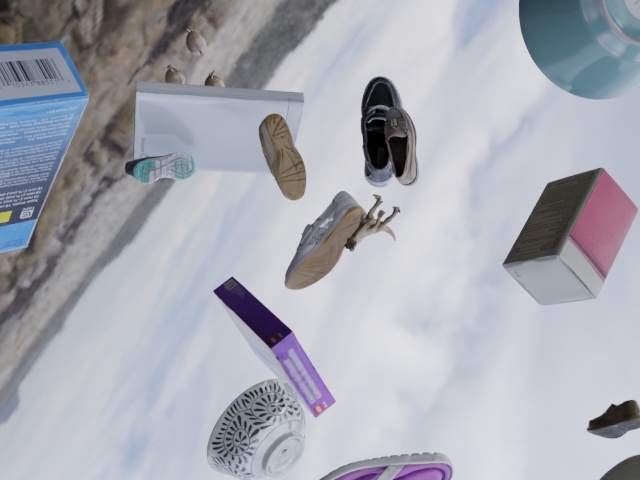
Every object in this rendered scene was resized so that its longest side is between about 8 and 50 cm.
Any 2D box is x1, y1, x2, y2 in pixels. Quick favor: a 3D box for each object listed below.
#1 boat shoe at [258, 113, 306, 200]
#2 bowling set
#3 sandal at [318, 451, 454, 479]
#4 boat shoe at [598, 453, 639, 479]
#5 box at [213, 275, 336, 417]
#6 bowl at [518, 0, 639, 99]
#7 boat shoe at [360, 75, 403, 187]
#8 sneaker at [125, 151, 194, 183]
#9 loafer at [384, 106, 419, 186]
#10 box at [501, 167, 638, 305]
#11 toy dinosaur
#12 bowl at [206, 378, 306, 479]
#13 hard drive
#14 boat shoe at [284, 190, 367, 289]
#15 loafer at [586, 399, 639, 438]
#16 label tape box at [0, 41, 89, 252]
[{"bbox_3d":[-0.075,-0.156,1.709,0.063,0.170,0.059,-16,-179,-29],"label":"boat shoe"},{"bbox_3d":[-0.318,-0.349,2.174,0.200,0.287,0.154,-29,-169,0],"label":"bowling set"},{"bbox_3d":[0.146,0.616,2.190,0.102,0.416,0.169,-125,-154,-54],"label":"sandal"},{"bbox_3d":[0.554,0.365,1.362,0.305,0.091,0.109,-36,-141,22],"label":"boat shoe"},{"bbox_3d":[-0.097,0.209,1.798,0.057,0.201,0.293,-37,-148,-12],"label":"box"},{"bbox_3d":[0.518,-0.408,1.541,0.311,0.311,0.163,-57,-169,-5],"label":"bowl"},{"bbox_3d":[0.144,-0.282,2.168,0.102,0.108,0.301,77,18,-66],"label":"boat shoe"},{"bbox_3d":[-0.344,-0.160,1.904,0.076,0.166,0.065,14,-75,40],"label":"sneaker"},{"bbox_3d":[0.118,-0.143,1.324,0.045,0.039,0.125,-17,-105,28],"label":"loafer"},{"bbox_3d":[0.481,-0.006,1.715,0.149,0.127,0.232,-16,-145,57],"label":"box"},{"bbox_3d":[0.091,-0.028,1.520,0.183,0.053,0.092,-17,144,-59],"label":"toy dinosaur"},{"bbox_3d":[-0.076,0.296,1.313,0.080,0.170,0.170,34,-90,38],"label":"bowl"},{"bbox_3d":[-0.228,-0.241,1.956,0.233,0.353,0.047,107,-19,-51],"label":"hard drive"},{"bbox_3d":[0.000,0.000,2.079,0.277,0.098,0.096,-50,-128,24],"label":"boat shoe"},{"bbox_3d":[0.559,0.338,1.686,0.148,0.056,0.050,-42,-151,58],"label":"loafer"},{"bbox_3d":[-0.468,-0.100,1.151,0.241,0.106,0.333,-15,155,-41],"label":"label tape box"}]
